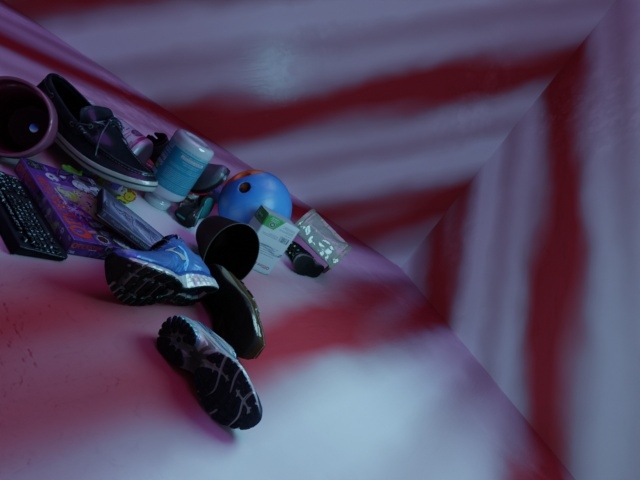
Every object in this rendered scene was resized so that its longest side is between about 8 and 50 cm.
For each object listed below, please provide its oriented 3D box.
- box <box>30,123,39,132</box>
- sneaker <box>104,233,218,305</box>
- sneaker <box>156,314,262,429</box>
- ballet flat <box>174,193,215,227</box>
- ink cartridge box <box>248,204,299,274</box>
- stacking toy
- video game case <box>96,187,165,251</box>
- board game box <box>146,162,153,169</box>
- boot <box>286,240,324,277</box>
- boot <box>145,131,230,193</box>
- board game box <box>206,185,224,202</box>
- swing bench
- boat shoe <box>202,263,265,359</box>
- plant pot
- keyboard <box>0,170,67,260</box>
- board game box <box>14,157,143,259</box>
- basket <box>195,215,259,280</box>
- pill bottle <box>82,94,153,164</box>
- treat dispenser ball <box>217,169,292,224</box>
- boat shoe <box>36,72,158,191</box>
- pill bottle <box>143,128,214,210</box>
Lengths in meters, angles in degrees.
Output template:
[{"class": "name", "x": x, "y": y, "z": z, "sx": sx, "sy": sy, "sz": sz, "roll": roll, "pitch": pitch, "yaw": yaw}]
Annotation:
[{"class": "box", "x": -0.895, "y": -0.346, "z": 1.448, "sx": 0.109, "sy": 0.042, "sz": 0.178, "roll": 42, "pitch": 10, "yaw": 16}, {"class": "sneaker", "x": -0.370, "y": 0.061, "z": 1.136, "sx": 0.147, "sy": 0.129, "sz": 0.330, "roll": 61, "pitch": 11, "yaw": 19}, {"class": "sneaker", "x": -0.199, "y": 0.253, "z": 1.003, "sx": 0.283, "sy": 0.110, "sz": 0.122, "roll": 43, "pitch": 9, "yaw": 25}, {"class": "ballet flat", "x": -0.456, "y": -0.122, "z": 1.796, "sx": 0.096, "sy": 0.095, "sz": 0.280, "roll": 24, "pitch": 12, "yaw": -5}, {"class": "ink cartridge box", "x": -0.200, "y": 0.000, "z": 1.782, "sx": 0.153, "sy": 0.209, "sz": 0.087, "roll": 29, "pitch": 10, "yaw": -40}, {"class": "stacking toy", "x": -0.677, "y": -0.207, "z": 1.542, "sx": 0.221, "sy": 0.052, "sz": 0.167, "roll": 30, "pitch": 13, "yaw": -30}, {"class": "video game case", "x": -0.462, "y": -0.016, "z": 1.296, "sx": 0.274, "sy": 0.026, "sz": 0.196, "roll": 46, "pitch": -2, "yaw": -31}, {"class": "board game box", "x": -0.743, "y": -0.323, "z": 1.883, "sx": 0.281, "sy": 0.027, "sz": 0.145, "roll": 35, "pitch": 10, "yaw": -12}, {"class": "boot", "x": -0.098, "y": 0.069, "z": 2.146, "sx": 0.178, "sy": 0.085, "sz": 0.236, "roll": 41, "pitch": 4, "yaw": 29}, {"class": "boot", "x": -0.508, "y": -0.287, "z": 1.804, "sx": 0.337, "sy": 0.118, "sz": 0.223, "roll": 1, "pitch": -40, "yaw": 31}, {"class": "board game box", "x": -0.413, "y": -0.181, "z": 2.277, "sx": 0.210, "sy": 0.047, "sz": 0.160, "roll": 35, "pitch": 12, "yaw": -14}, {"class": "swing bench", "x": 0.000, "y": 0.000, "z": 2.262, "sx": 0.253, "sy": 0.165, "sz": 0.255, "roll": 46, "pitch": -11, "yaw": 1}, {"class": "boat shoe", "x": -0.207, "y": 0.175, "z": 1.270, "sx": 0.119, "sy": 0.123, "sz": 0.324, "roll": 32, "pitch": 13, "yaw": -41}, {"class": "plant pot", "x": -0.785, "y": -0.309, "z": 1.304, "sx": 0.201, "sy": 0.201, "sz": 0.180, "roll": 35, "pitch": -5, "yaw": -11}, {"class": "keyboard", "x": -0.675, "y": -0.073, "z": 1.048, "sx": 0.317, "sy": 0.033, "sz": 0.201, "roll": 43, "pitch": 12, "yaw": 30}, {"class": "board game box", "x": -0.601, "y": -0.073, "z": 1.245, "sx": 0.347, "sy": 0.056, "sz": 0.208, "roll": 44, "pitch": 17, "yaw": 29}, {"class": "basket", "x": -0.299, "y": 0.010, "z": 1.526, "sx": 0.154, "sy": 0.205, "sz": 0.227, "roll": 27, "pitch": 5, "yaw": -30}, {"class": "pill bottle", "x": -0.733, "y": -0.357, "z": 1.698, "sx": 0.283, "sy": 0.160, "sz": 0.160, "roll": 36, "pitch": 11, "yaw": -2}, {"class": "treat dispenser ball", "x": -0.254, "y": -0.130, "z": 1.932, "sx": 0.288, "sy": 0.288, "sz": 0.288, "roll": 36, "pitch": 11, "yaw": -8}, {"class": "boat shoe", "x": -0.685, "y": -0.327, "z": 1.507, "sx": 0.500, "sy": 0.156, "sz": 0.187, "roll": 39, "pitch": 12, "yaw": 8}, {"class": "pill bottle", "x": -0.487, "y": -0.232, "z": 1.678, "sx": 0.146, "sy": 0.264, "sz": 0.146, "roll": 35, "pitch": 10, "yaw": -7}]
